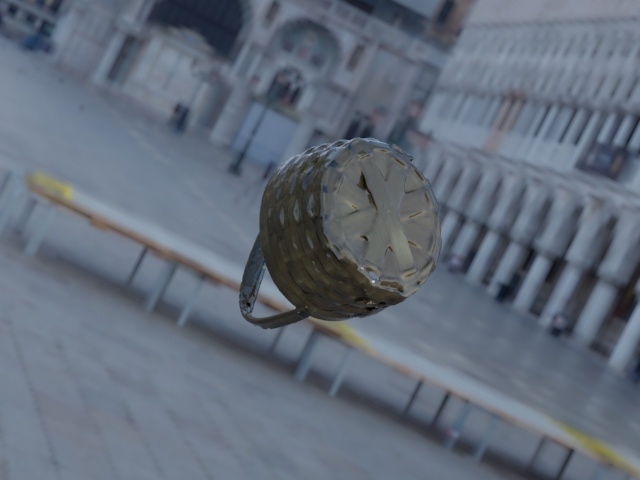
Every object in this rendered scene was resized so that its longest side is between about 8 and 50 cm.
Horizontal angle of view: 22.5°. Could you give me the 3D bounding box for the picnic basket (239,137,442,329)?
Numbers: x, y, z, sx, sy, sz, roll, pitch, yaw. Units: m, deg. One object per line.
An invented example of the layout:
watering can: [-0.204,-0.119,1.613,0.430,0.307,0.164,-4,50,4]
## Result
picnic basket: [0.000,0.000,0.609,0.072,0.072,0.083,25,-29,-32]
